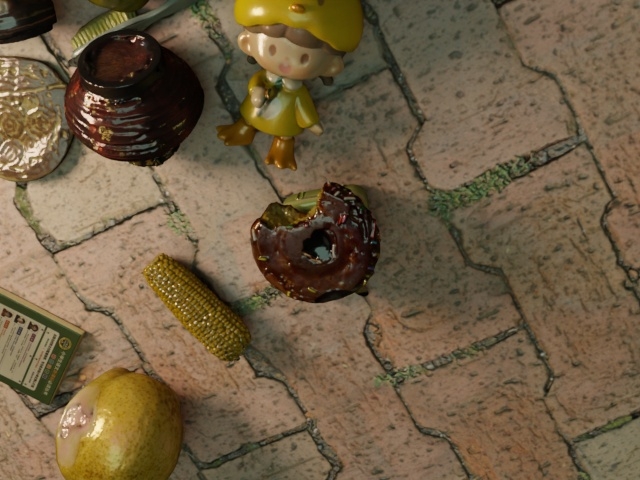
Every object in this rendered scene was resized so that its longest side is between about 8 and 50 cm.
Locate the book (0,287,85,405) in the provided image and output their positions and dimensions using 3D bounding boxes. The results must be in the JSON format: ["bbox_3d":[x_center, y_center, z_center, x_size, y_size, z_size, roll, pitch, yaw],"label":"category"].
[{"bbox_3d":[-0.651,0.210,1.742,0.264,0.027,0.202,28,110,-4],"label":"book"}]

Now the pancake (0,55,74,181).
[{"bbox_3d":[-0.579,-0.228,1.564,0.250,0.031,0.250,2,110,5],"label":"pancake"}]

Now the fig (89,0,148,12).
[{"bbox_3d":[-0.338,-0.496,1.375,0.167,0.167,0.233,7,88,3],"label":"fig"}]

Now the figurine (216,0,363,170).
[{"bbox_3d":[-0.063,-0.303,1.408,0.215,0.187,0.343,17,118,-11],"label":"figurine"}]

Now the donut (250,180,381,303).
[{"bbox_3d":[-0.001,0.001,1.482,0.230,0.096,0.216,-37,107,17],"label":"donut"}]

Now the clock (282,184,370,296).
[{"bbox_3d":[0.022,0.015,1.576,0.170,0.069,0.231,-9,111,9],"label":"clock"}]

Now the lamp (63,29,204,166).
[{"bbox_3d":[-0.320,-0.238,1.438,0.247,0.247,0.246,2,111,5],"label":"lamp"}]

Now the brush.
[{"bbox_3d":[-0.326,-0.398,1.465,0.297,0.068,0.060,-25,85,10],"label":"brush"}]

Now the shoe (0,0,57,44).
[{"bbox_3d":[-0.638,-0.466,1.404,0.384,0.171,0.237,9,116,11],"label":"shoe"}]

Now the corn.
[{"bbox_3d":[-0.243,0.133,1.637,0.260,0.091,0.091,45,130,-8],"label":"corn"}]

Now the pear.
[{"bbox_3d":[-0.400,0.390,1.672,0.271,0.271,0.271,2,111,5],"label":"pear"}]
